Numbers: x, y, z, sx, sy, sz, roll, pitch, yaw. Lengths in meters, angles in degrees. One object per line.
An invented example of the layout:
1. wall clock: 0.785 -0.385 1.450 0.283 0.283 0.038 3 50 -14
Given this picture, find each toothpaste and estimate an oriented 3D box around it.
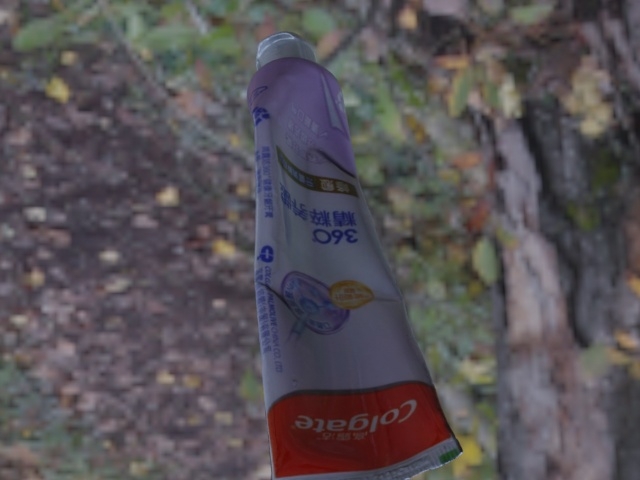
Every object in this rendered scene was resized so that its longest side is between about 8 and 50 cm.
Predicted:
1. toothpaste: 0.000 0.000 0.804 0.075 0.301 0.048 8 130 -18
